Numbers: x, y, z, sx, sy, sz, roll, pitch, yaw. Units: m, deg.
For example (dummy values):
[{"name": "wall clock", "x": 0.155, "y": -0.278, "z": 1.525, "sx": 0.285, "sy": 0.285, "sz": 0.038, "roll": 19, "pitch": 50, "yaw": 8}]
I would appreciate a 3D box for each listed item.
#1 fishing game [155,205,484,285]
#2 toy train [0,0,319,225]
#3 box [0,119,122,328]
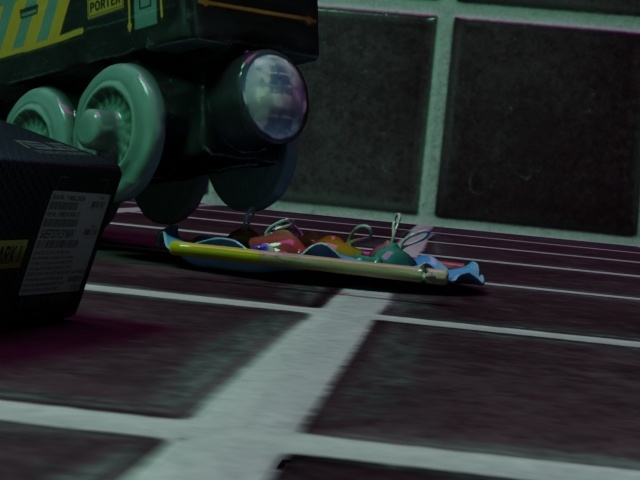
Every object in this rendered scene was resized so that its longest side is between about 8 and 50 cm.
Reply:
[{"name": "fishing game", "x": 0.000, "y": 0.000, "z": 0.841, "sx": 0.189, "sy": 0.041, "sz": 0.264, "roll": 7, "pitch": 1, "yaw": 11}, {"name": "toy train", "x": -0.131, "y": -0.106, "z": 0.916, "sx": 0.142, "sy": 0.190, "sz": 0.334, "roll": 4, "pitch": -7, "yaw": -42}, {"name": "box", "x": -0.182, "y": -0.029, "z": 0.406, "sx": 0.183, "sy": 0.059, "sz": 0.232, "roll": 21, "pitch": 5, "yaw": 14}]
